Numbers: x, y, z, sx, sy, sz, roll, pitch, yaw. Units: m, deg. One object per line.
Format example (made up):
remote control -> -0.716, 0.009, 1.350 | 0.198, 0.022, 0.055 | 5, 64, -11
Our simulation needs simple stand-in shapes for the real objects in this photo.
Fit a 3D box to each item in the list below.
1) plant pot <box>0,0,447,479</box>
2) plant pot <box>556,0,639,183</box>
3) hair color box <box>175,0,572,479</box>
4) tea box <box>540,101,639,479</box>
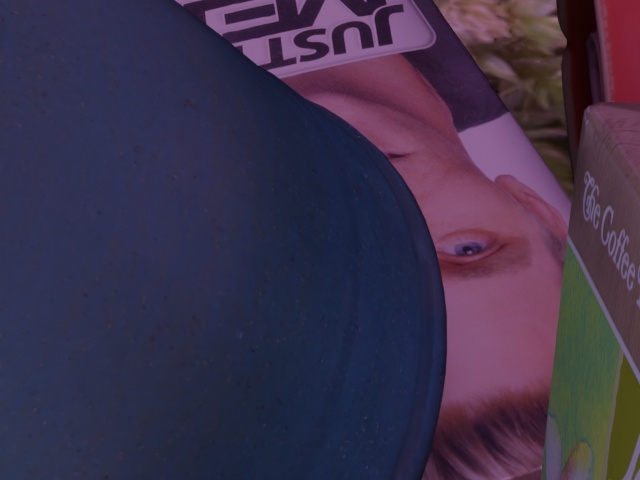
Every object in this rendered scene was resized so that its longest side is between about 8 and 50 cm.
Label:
plant pot -> -0.138, 0.006, 0.619 | 0.272, 0.255, 0.271 | -17, 54, 25
plant pot -> 0.229, -0.074, 0.828 | 0.243, 0.275, 0.275 | -5, 46, 2
hair color box -> 0.000, 0.000, 0.826 | 0.174, 0.105, 0.347 | -15, 50, -18
tea box -> 0.231, 0.146, 0.523 | 0.329, 0.323, 0.220 | 1, 20, -5
